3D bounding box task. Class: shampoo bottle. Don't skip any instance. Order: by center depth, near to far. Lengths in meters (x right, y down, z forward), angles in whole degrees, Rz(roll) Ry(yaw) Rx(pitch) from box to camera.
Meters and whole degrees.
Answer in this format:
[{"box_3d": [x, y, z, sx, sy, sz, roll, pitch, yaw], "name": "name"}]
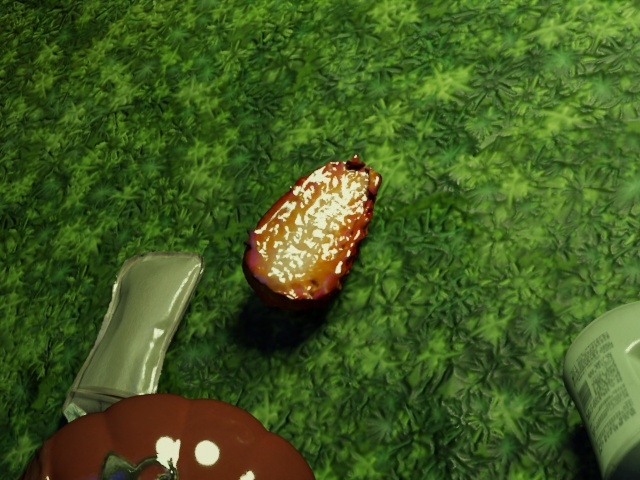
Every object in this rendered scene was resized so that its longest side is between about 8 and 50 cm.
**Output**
[{"box_3d": [0.265, 0.143, 0.916, 0.118, 0.087, 0.234, -37, 18, 15], "name": "shampoo bottle"}]

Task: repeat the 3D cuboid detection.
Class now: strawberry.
[{"box_3d": [0.000, 0.000, 1.251, 0.121, 0.082, 0.188, 35, 71, 21], "name": "strawberry"}]

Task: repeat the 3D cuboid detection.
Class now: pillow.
[{"box_3d": [-0.212, 0.112, 1.321, 0.130, 0.038, 0.233, 2, 61, 35], "name": "pillow"}]

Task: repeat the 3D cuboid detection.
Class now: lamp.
[{"box_3d": [-0.134, 0.284, 1.012, 0.303, 0.257, 0.303, 1, 81, -4], "name": "lamp"}]
